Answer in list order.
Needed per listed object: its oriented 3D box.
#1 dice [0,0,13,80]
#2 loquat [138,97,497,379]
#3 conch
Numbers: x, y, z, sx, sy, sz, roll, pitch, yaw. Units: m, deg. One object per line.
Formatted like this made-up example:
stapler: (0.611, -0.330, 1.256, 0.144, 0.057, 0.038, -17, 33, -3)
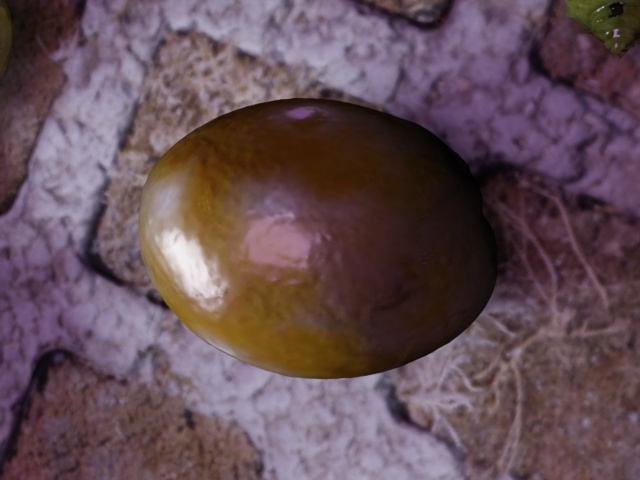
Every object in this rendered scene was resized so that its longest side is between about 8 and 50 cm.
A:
dice: (-0.329, -0.151, 1.207, 0.169, 0.169, 0.166, 40, 92, 26)
loquat: (0.000, 0.000, 1.123, 0.227, 0.179, 0.179, 9, 96, 10)
conch: (0.200, -0.171, 1.112, 0.089, 0.074, 0.121, 14, 79, -14)
